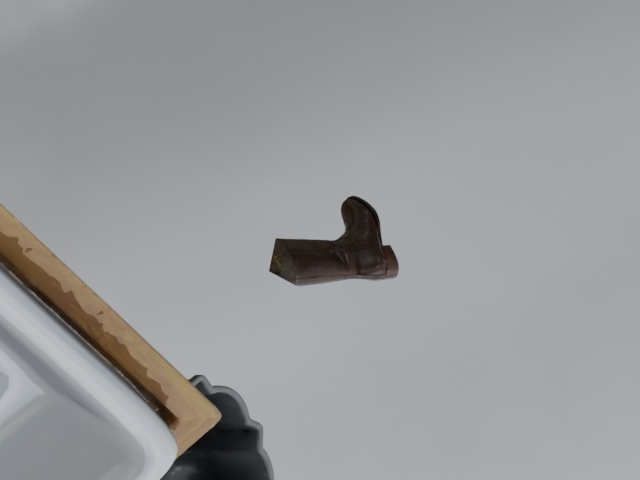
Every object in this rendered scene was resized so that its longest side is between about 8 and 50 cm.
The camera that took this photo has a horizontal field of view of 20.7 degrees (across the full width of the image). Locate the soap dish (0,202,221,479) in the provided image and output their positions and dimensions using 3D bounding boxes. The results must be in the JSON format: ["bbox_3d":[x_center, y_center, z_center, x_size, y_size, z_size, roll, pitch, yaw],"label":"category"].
[{"bbox_3d":[-0.225,0.051,0.795,0.229,0.291,0.118,-40,-155,7],"label":"soap dish"}]

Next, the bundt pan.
[{"bbox_3d":[-0.192,0.302,1.865,0.124,0.331,0.331,4,-145,35],"label":"bundt pan"}]

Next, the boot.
[{"bbox_3d":[0.000,0.000,1.548,0.114,0.037,0.106,-4,-140,-26],"label":"boot"}]
